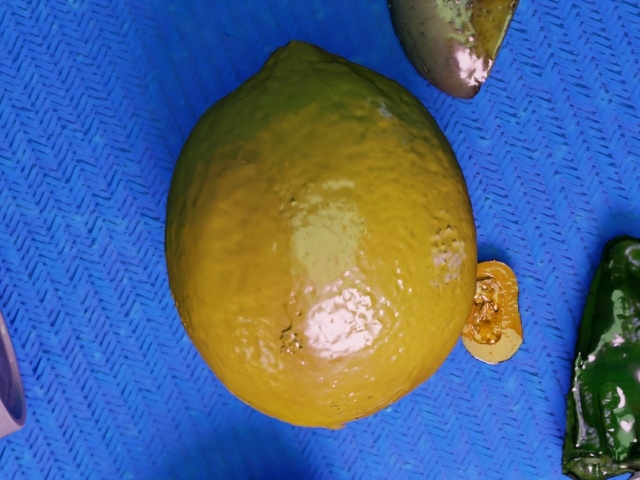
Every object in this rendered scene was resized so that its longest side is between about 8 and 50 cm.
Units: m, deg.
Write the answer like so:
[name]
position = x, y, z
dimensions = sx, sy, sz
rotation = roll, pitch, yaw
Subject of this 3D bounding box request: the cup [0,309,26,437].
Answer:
[cup]
position = -0.347, 0.128, 1.106
dimensions = 0.226, 0.185, 0.241
rotation = -19, 134, -2

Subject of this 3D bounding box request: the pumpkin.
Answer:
[pumpkin]
position = 0.136, 0.056, 1.154
dimensions = 0.050, 0.028, 0.083
rotation = 2, 92, -3

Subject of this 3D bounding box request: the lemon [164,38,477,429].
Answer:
[lemon]
position = 0.001, 0.005, 1.043
dimensions = 0.236, 0.236, 0.263
rotation = -30, 118, 5

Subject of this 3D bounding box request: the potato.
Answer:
[potato]
position = 0.106, -0.206, 1.094
dimensions = 0.119, 0.054, 0.197
rotation = 7, 100, -4

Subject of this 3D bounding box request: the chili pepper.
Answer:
[chili pepper]
position = 0.246, 0.103, 1.149
dimensions = 0.108, 0.062, 0.216
rotation = 0, 100, -7
